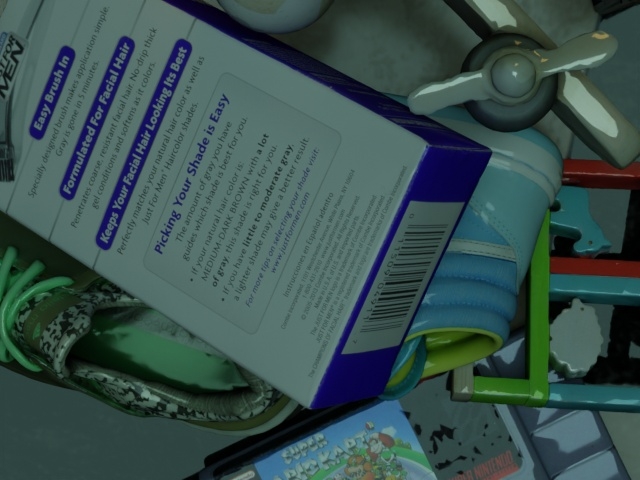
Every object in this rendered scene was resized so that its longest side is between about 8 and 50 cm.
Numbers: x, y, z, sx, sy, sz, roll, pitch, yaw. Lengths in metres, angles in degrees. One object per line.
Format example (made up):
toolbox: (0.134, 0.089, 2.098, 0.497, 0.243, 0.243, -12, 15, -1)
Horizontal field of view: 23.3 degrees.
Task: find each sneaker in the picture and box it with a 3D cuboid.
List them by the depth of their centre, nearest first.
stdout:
sneaker: (0.000, 0.000, 1.106, 0.319, 0.127, 0.208, 9, 71, 13)
sneaker: (-0.195, 0.043, 1.123, 0.410, 0.182, 0.158, 13, 93, 0)

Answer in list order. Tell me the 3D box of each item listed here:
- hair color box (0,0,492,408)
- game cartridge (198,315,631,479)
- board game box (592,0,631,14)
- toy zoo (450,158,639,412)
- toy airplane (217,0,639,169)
hair color box: (-0.077, -0.052, 1.035, 0.338, 0.110, 0.185, 30, 104, 24)
game cartridge: (0.063, 0.228, 1.195, 0.355, 0.068, 0.230, -26, 97, 2)
board game box: (0.187, -0.319, 1.097, 0.053, 0.193, 0.305, -18, 93, 2)
toy zoo: (0.246, 0.034, 1.162, 0.293, 0.030, 0.192, 3, 71, 0)
toy airplane: (0.025, -0.231, 1.016, 0.272, 0.386, 0.384, -45, 137, -19)
